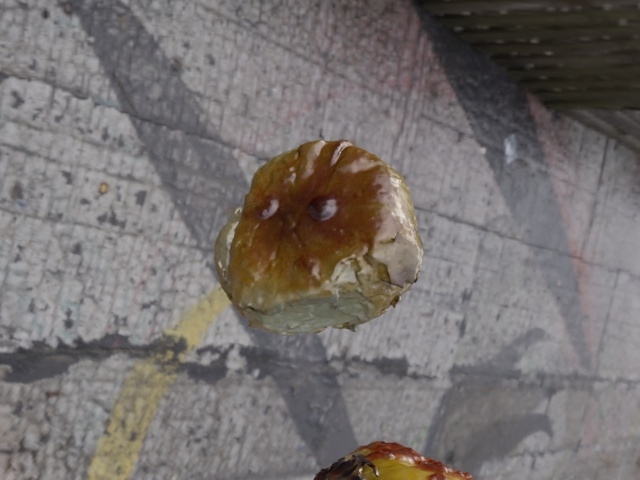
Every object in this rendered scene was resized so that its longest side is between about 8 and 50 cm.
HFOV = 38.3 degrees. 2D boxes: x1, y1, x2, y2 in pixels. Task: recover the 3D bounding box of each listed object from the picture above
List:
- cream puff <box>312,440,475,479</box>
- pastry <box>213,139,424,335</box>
[{"bbox_3d":[0.048,0.238,0.533,0.240,0.164,0.240,10,90,-87],"label":"cream puff"},{"bbox_3d":[0.000,0.000,0.925,0.218,0.229,0.100,-57,152,-21],"label":"pastry"}]
